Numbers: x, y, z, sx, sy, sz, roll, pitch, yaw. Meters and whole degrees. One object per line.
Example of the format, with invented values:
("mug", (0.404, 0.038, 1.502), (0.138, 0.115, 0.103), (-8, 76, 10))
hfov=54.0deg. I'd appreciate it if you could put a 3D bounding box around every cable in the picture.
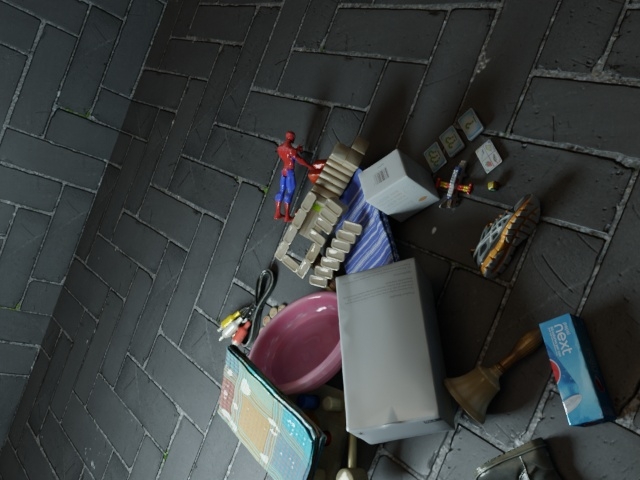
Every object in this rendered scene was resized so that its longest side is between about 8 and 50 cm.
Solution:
("cable", (-0.225, 0.228, 2.014), (0.139, 0.072, 0.287), (45, 109, 39))

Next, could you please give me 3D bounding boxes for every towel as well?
("towel", (-0.141, 0.469, 1.592), (0.370, 0.040, 0.272), (36, 128, 35))
("towel", (0.110, -0.008, 1.724), (0.243, 0.040, 0.336), (-53, 42, 47))

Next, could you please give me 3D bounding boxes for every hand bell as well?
("hand bell", (0.395, 0.268, 1.357), (0.242, 0.126, 0.126), (-46, 47, 10))

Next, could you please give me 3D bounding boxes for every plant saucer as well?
("plant saucer", (-0.039, 0.284, 1.687), (0.332, 0.084, 0.332), (-28, 30, 18))

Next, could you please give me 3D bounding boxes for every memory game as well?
("memory game", (-0.129, 0.288, 1.938), (0.186, 0.012, 0.186), (-18, 65, 42))

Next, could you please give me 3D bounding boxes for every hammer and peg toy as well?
("hammer and peg toy", (0.012, 0.502, 1.635), (0.361, 0.127, 0.266), (7, 79, 47))

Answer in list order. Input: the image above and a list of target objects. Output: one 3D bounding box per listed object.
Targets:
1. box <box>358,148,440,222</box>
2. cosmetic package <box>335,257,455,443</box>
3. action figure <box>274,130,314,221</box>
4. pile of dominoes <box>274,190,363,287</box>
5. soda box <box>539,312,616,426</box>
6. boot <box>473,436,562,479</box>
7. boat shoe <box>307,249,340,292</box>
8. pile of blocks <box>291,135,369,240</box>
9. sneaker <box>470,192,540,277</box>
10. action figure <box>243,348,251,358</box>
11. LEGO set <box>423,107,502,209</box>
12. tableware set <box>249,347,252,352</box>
("box", (0.203, -0.138, 1.619), (0.130, 0.170, 0.091), (-31, 55, 26))
("cosmetic package", (0.169, 0.257, 1.469), (0.217, 0.156, 0.385), (-14, 59, 20))
("action figure", (-0.077, -0.210, 2.017), (0.091, 0.139, 0.281), (17, 111, 44))
("pile of dominoes", (0.000, 0.000, 1.775), (0.196, 0.040, 0.251), (39, 116, 20))
("soda box", (0.509, 0.258, 1.249), (0.071, 0.067, 0.210), (-30, 56, 36))
("boot", (0.422, 0.524, 1.253), (0.189, 0.076, 0.209), (-41, 57, 31))
("boat shoe", (0.022, 0.084, 1.821), (0.060, 0.064, 0.178), (-46, 54, 18))
("pile of blocks", (0.009, -0.162, 1.823), (0.362, 0.112, 0.149), (-60, 7, 24))
("sneaker", (0.417, -0.020, 1.434), (0.215, 0.084, 0.083), (-57, 40, 16))
("action figure", (-0.188, 0.451, 1.864), (0.185, 0.099, 0.285), (-38, 56, 30))
("LEGO set", (0.352, -0.195, 1.580), (0.182, 0.060, 0.244), (-42, 50, 33))
("tableware set", (-0.242, 0.434, 1.983), (0.194, 0.039, 0.128), (-52, 46, 19))
